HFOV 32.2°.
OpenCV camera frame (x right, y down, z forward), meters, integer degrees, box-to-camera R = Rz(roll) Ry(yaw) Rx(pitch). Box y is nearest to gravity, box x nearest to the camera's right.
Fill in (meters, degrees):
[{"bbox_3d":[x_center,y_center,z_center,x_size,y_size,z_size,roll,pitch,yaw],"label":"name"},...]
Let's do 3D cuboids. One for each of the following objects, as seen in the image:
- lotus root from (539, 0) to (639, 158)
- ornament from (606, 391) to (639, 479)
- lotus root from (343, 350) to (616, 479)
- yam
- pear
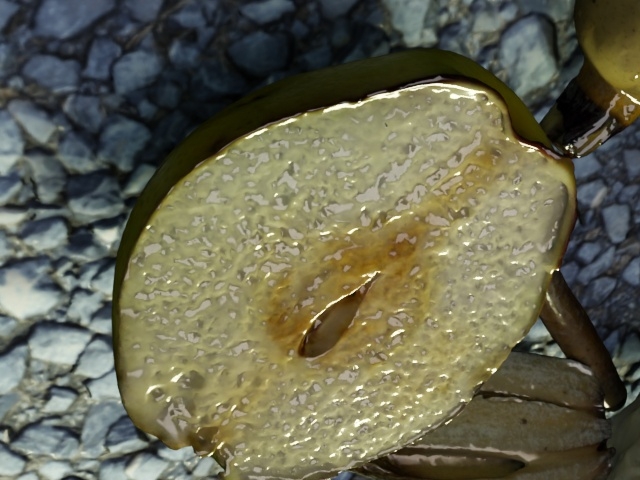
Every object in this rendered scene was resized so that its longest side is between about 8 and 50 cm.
[{"bbox_3d":[0.295,-0.192,0.905,0.182,0.183,0.310,18,119,-31],"label":"lotus root"},{"bbox_3d":[0.465,0.290,1.183,0.337,0.337,0.337,-11,126,-15],"label":"ornament"},{"bbox_3d":[0.138,0.196,1.143,0.329,0.167,0.078,8,158,-14],"label":"lotus root"},{"bbox_3d":[0.268,0.098,1.174,0.046,0.046,0.264,-34,129,3],"label":"yam"},{"bbox_3d":[0.000,0.000,0.905,0.386,0.191,0.340,-43,124,11],"label":"pear"}]
